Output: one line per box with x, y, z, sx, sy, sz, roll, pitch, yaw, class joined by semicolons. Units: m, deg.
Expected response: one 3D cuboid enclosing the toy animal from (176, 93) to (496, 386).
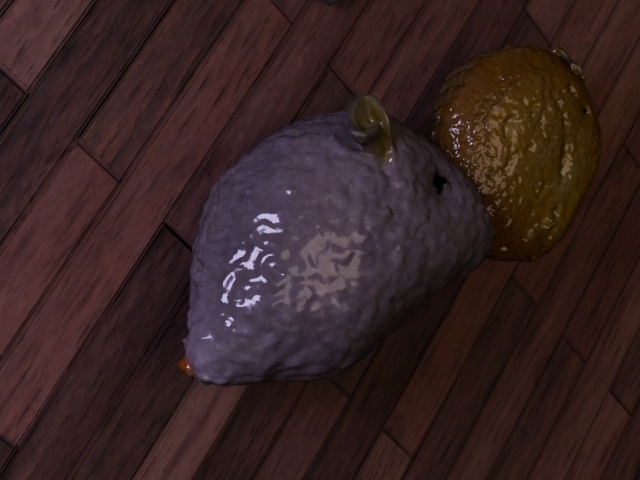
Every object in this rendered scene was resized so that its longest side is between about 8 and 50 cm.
-0.005;0.003;1.369;0.358;0.188;0.226;-37;107;-32;toy animal

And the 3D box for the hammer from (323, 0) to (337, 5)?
0.031;-0.335;1.480;0.060;0.028;0.195;39;66;-30;hammer

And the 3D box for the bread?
0.197;-0.094;1.567;0.240;0.139;0.240;-5;97;-41;bread
